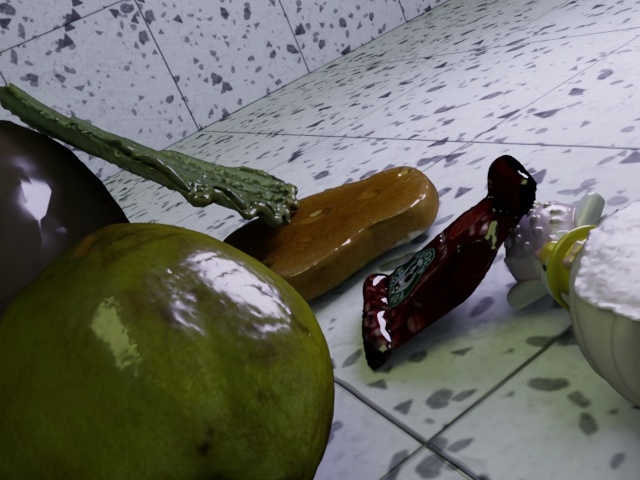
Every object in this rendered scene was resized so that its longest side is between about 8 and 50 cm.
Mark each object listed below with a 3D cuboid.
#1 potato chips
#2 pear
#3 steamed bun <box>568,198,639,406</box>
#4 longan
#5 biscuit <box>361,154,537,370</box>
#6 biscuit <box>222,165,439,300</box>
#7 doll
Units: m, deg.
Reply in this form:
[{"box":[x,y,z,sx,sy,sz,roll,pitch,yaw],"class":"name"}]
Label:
[{"box":[-0.225,-0.114,0.940,0.428,0.070,0.358,22,5,14],"class":"potato chips"},{"box":[-0.130,0.116,0.543,0.269,0.269,0.321,-31,33,-18],"class":"pear"},{"box":[0.245,0.037,0.413,0.182,0.106,0.183,-25,18,9],"class":"steamed bun"},{"box":[-0.450,0.044,0.841,0.403,0.404,0.435,-3,25,44],"class":"longan"},{"box":[0.126,0.016,0.674,0.235,0.063,0.151,-46,5,20],"class":"biscuit"},{"box":[0.001,0.002,0.925,0.343,0.057,0.287,-20,21,10],"class":"biscuit"},{"box":[0.215,0.015,0.601,0.129,0.081,0.207,-55,6,11],"class":"doll"}]
